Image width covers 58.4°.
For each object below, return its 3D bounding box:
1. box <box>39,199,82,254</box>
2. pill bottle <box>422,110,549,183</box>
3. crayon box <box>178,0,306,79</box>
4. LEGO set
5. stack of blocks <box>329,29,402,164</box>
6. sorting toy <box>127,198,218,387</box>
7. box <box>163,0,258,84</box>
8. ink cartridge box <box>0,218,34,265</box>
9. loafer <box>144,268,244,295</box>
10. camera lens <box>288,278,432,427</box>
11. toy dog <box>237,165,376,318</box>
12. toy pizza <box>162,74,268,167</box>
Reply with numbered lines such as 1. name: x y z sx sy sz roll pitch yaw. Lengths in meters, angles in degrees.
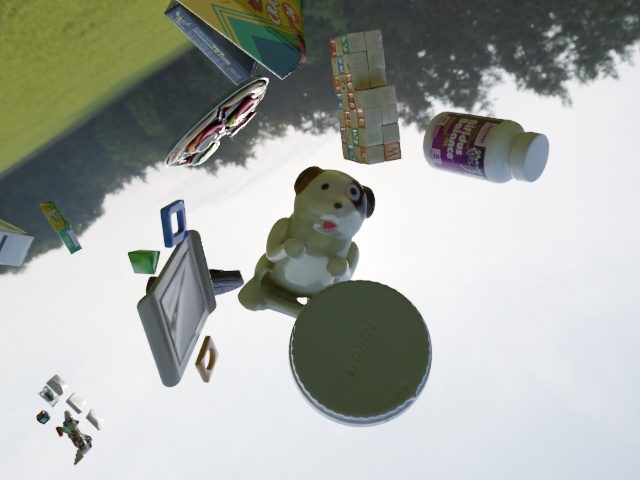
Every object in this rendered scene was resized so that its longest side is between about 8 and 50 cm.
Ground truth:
1. box: -0.790 -0.046 1.735 0.043 0.105 0.179 -34 -128 -24
2. pill bottle: 0.437 -0.244 1.522 0.302 0.169 0.169 21 -124 43
3. crayon box: -0.165 -0.480 1.096 0.081 0.319 0.202 -29 -129 34
4. LEGO set: -0.616 0.427 1.378 0.060 0.182 0.244 -43 -171 -9
5. stack of blocks: 0.105 -0.338 1.362 0.087 0.296 0.171 -12 -165 -16
6. sorting toy: -0.233 0.106 0.917 0.047 0.347 0.196 2 -146 12
7. box: -0.230 -0.509 1.332 0.059 0.233 0.183 -13 -131 40
8. ink cartridge box: -0.595 -0.034 0.817 0.065 0.166 0.333 -65 166 0
9. loafer: -0.379 0.118 1.704 0.303 0.109 0.095 -13 -119 3
10. camera lens: 0.063 0.190 0.935 0.219 0.219 0.274 -37 164 -8
11. toy dog: 0.000 0.000 1.602 0.407 0.285 0.395 -65 177 29
12. toy pizza: -0.148 -0.167 0.845 0.201 0.032 0.201 -40 -174 5
